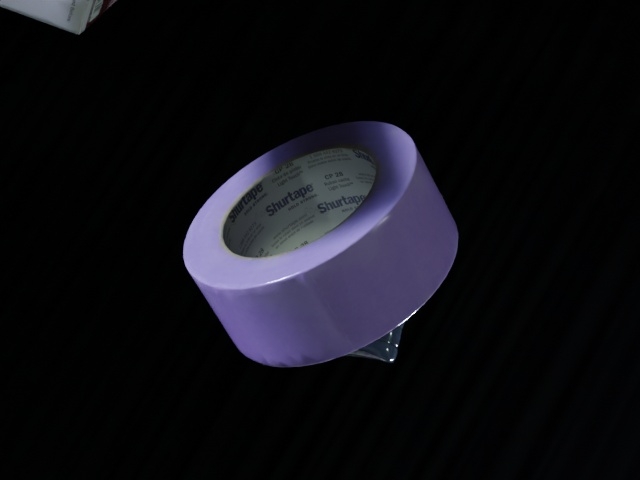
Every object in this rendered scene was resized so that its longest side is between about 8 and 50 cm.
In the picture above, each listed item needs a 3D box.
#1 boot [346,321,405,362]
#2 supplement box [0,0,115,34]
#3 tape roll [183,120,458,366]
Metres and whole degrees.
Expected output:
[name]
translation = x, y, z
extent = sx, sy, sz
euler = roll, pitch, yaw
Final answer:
[boot]
translation = -0.019, 0.041, 1.362
extent = 0.190, 0.086, 0.069
euler = 11, -12, 16
[supplement box]
translation = -0.189, -0.223, 1.166
extent = 0.130, 0.073, 0.239
euler = 20, 21, -1
[tape roll]
translation = 0.000, 0.000, 1.222
extent = 0.189, 0.189, 0.080
euler = 15, -39, 50
